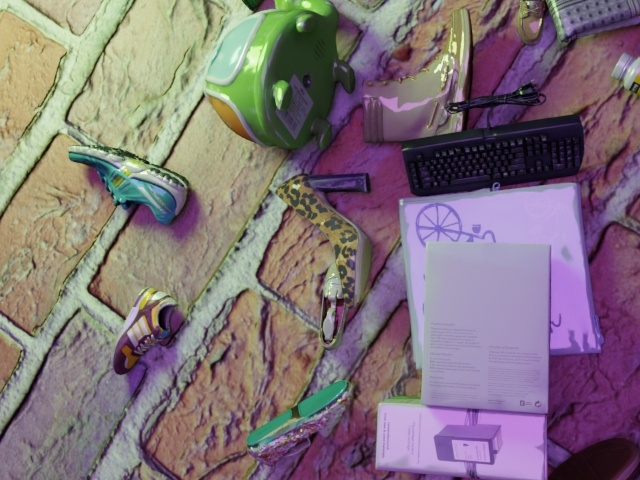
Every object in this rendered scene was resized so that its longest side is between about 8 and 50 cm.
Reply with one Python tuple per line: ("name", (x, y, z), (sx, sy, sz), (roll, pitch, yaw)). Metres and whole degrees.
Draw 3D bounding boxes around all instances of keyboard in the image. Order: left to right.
("keyboard", (0.303, -0.177, 1.486), (0.317, 0.033, 0.202), (-8, 124, 12))

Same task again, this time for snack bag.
("snack bag", (0.321, 0.058, 1.515), (0.342, 0.037, 0.323), (-8, 83, 14))

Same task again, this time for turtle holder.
("turtle holder", (-0.087, -0.334, 1.556), (0.227, 0.243, 0.321), (11, 96, 32))

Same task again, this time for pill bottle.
("pill bottle", (0.577, -0.285, 1.471), (0.116, 0.065, 0.065), (30, 92, 16))

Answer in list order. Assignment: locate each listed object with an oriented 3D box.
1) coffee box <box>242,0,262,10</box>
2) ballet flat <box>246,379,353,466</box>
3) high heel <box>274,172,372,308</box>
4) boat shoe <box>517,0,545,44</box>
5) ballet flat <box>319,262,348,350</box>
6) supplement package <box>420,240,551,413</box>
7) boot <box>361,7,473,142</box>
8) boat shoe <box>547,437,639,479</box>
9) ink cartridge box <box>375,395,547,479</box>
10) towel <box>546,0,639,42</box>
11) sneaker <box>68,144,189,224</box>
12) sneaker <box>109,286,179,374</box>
("coffee box", (-0.098, -0.547, 1.643), (0.184, 0.113, 0.040), (-43, 75, 5))
("ballet flat", (-0.028, 0.344, 1.559), (0.241, 0.091, 0.077), (-32, 108, 13))
("high heel", (0.000, 0.000, 1.577), (0.186, 0.093, 0.261), (-2, 79, 18))
("boat shoe", (0.389, -0.432, 1.543), (0.050, 0.045, 0.136), (0, 84, 15))
("ballet flat", (0.028, 0.124, 1.572), (0.057, 0.052, 0.168), (3, 85, 14))
("supplement package", (0.282, 0.140, 1.396), (0.199, 0.198, 0.263), (1, 86, 15))
("boot", (0.179, -0.303, 1.556), (0.203, 0.095, 0.262), (6, 95, 14))
("boat shoe", (0.430, 0.486, 1.416), (0.123, 0.123, 0.342), (42, 90, -15))
("ink cartridge box", (0.245, 0.334, 1.420), (0.272, 0.198, 0.115), (1, 84, 14))
("towel", (0.543, -0.538, 1.506), (0.324, 0.056, 0.312), (-16, 78, 6))
("sneaker", (-0.399, -0.121, 1.683), (0.275, 0.107, 0.110), (26, 100, 15))
("sneaker", (-0.347, 0.188, 1.650), (0.083, 0.069, 0.186), (23, 91, 20))
